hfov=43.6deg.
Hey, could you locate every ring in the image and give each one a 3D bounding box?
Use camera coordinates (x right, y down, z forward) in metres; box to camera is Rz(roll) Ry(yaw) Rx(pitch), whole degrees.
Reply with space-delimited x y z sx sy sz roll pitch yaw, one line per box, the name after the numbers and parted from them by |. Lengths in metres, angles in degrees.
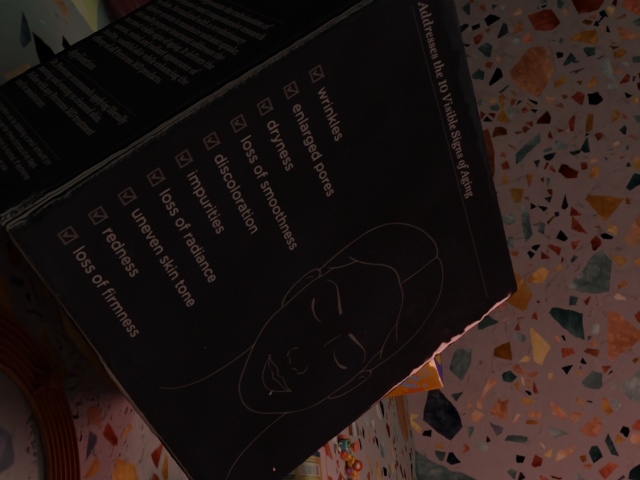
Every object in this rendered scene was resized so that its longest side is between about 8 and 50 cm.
-0.314 0.218 0.758 0.336 0.032 0.337 -13 90 -77 | ring

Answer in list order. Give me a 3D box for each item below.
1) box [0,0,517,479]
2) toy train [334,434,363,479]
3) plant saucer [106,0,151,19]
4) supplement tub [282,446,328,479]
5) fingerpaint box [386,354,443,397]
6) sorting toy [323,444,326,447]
-0.068 -0.030 0.927 0.297 0.471 0.480 39 -22 48 | box
0.083 0.593 2.094 0.125 0.046 0.166 -55 131 -74 | toy train
-0.200 -0.463 1.325 0.084 0.332 0.332 4 -68 59 | plant saucer
-0.054 0.460 1.394 0.144 0.144 0.200 57 24 -57 | supplement tub
-0.005 0.101 1.453 0.163 0.371 0.445 -87 159 -51 | fingerpaint box
-0.014 0.341 1.839 0.229 0.041 0.307 -59 142 -72 | sorting toy
